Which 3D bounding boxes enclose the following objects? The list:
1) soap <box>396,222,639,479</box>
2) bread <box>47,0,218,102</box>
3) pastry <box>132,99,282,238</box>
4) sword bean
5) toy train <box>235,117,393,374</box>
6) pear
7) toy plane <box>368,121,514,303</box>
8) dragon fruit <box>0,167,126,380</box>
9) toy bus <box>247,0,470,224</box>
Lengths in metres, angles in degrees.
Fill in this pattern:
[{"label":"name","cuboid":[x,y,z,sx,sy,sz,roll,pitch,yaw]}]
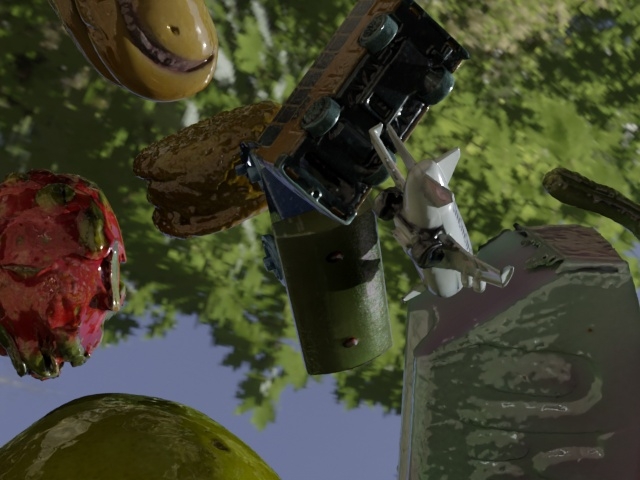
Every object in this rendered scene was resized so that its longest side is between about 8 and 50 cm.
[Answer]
[{"label":"soap","cuboid":[0.219,0.211,1.401,0.262,0.156,0.446,3,-74,0]},{"label":"bread","cuboid":[-0.125,-0.154,0.789,0.081,0.134,0.225,-29,-162,-8]},{"label":"pastry","cuboid":[-0.130,-0.109,1.726,0.240,0.132,0.235,1,-147,46]},{"label":"sword bean","cuboid":[0.342,-0.003,1.309,0.043,0.269,0.038,-66,-170,-29]},{"label":"toy train","cuboid":[0.000,0.000,1.474,0.131,0.299,0.202,-20,-129,-6]},{"label":"pear","cuboid":[-0.123,0.216,0.789,0.252,0.253,0.307,-59,-158,6]},{"label":"toy plane","cuboid":[0.080,-0.006,0.921,0.066,0.171,0.162,-28,-126,-15]},{"label":"dragon fruit","cuboid":[-0.391,0.045,1.848,0.231,0.237,0.302,-11,-96,-12]},{"label":"toy bus","cuboid":[0.026,-0.111,1.079,0.182,0.091,0.103,-55,-154,-8]}]
